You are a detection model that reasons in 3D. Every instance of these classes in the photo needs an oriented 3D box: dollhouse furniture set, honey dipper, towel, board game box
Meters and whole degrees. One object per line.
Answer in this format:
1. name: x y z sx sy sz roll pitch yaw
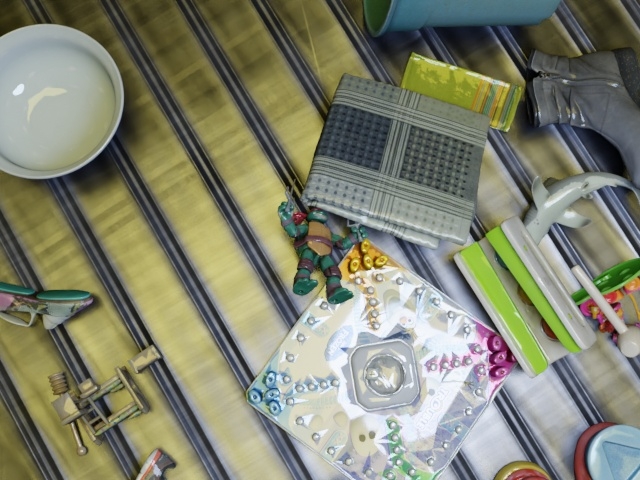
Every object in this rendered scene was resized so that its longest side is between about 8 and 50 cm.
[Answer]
1. dollhouse furniture set: -0.360 0.279 1.456 0.182 0.161 0.101 -34 84 -5
2. honey dipper: -0.469 0.325 1.513 0.030 0.030 0.161 -21 84 -5
3. towel: 0.281 -0.300 1.632 0.237 0.021 0.102 18 81 2
4. towel: 0.153 -0.152 1.547 0.324 0.056 0.312 17 62 -1
5. board game box: 0.122 0.254 1.529 0.390 0.050 0.390 36 82 4

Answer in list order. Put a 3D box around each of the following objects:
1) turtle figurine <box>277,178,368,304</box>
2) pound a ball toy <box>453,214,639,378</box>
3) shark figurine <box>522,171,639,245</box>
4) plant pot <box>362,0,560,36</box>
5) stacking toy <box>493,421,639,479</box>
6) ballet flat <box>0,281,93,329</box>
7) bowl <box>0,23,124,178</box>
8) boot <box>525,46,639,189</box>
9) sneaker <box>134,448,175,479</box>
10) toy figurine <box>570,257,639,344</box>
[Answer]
1. turtle figurine: 0.000 0.000 1.524 0.175 0.118 0.234 5 56 -11
2. pound a ball toy: 0.426 0.100 1.493 0.208 0.135 0.319 -38 79 29
3. shark figurine: 0.492 -0.098 1.573 0.278 0.116 0.166 -22 116 3
4. plant pot: 0.274 -0.547 1.534 0.334 0.341 0.341 2 81 -10
5. stacking toy: 0.502 0.494 1.463 0.309 0.130 0.280 -27 83 -5
6. ballet flat: -0.536 0.125 1.527 0.221 0.077 0.079 6 100 4
7. bowl: -0.511 -0.249 1.546 0.297 0.134 0.298 0 82 -2
8. boot: 0.514 -0.230 1.564 0.222 0.118 0.338 -3 55 0
9. sneaker: -0.319 0.464 1.482 0.065 0.061 0.158 31 82 -3
10. toy figurine: 0.580 0.144 1.538 0.173 0.130 0.159 -32 93 16
